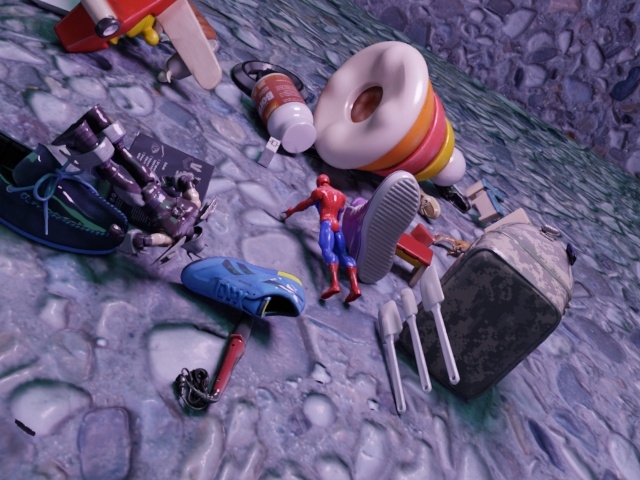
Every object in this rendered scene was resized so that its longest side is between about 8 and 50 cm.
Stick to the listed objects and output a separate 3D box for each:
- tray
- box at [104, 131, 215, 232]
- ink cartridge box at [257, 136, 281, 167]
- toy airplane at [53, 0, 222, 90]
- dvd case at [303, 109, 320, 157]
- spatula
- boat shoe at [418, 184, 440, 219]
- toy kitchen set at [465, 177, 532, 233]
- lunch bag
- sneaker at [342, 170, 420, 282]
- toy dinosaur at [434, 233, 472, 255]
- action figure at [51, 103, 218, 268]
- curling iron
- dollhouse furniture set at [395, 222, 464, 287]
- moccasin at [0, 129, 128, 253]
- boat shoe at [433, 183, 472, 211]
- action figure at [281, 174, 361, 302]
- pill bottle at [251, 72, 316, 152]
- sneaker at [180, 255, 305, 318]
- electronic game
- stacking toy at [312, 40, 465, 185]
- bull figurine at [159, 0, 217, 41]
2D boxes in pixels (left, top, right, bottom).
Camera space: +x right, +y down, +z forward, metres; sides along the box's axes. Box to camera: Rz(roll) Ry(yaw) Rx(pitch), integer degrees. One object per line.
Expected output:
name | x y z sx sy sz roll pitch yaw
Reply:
tray | -0.598 -0.585 1.613 0.270 0.030 0.145 13 37 -31
box | -0.288 -0.095 1.150 0.158 0.093 0.156 24 33 -14
ink cartridge box | -0.121 -0.214 1.520 0.028 0.048 0.083 29 30 -8
toy airplane | -0.396 -0.576 1.516 0.384 0.272 0.386 12 80 -14
dvd case | 0.027 -0.284 1.760 0.238 0.030 0.179 11 43 -34
spatula | 0.169 0.178 1.134 0.019 0.168 0.242 28 37 -32
boat shoe | 0.270 -0.109 1.738 0.048 0.056 0.153 0 41 -33
toy kitchen set | 0.543 -0.086 1.884 0.166 0.122 0.207 22 41 -53
lunch bag | 0.336 0.116 1.235 0.212 0.305 0.256 40 32 9
sneaker | 0.103 -0.061 1.295 0.102 0.282 0.161 -3 48 -22
toy dinosaur | 0.393 0.029 1.647 0.211 0.064 0.112 22 31 -19
action figure | -0.276 -0.076 0.993 0.285 0.099 0.185 50 39 -20
curling iron | -0.143 0.159 0.984 0.068 0.035 0.274 33 31 -1
dollhouse furniture set | 0.339 0.054 1.471 0.374 0.152 0.201 32 30 -2
moccasin | -0.451 -0.091 0.966 0.341 0.117 0.138 26 31 -17
boat shoe | 0.392 -0.139 1.899 0.142 0.049 0.040 41 32 8
action figure | 0.000 0.000 1.310 0.091 0.139 0.281 14 58 -35
pill bottle | -0.091 -0.324 1.632 0.121 0.121 0.216 8 39 -36
sneaker | -0.126 0.082 1.039 0.209 0.069 0.082 12 28 -7
electronic game | -0.143 -0.454 1.835 0.229 0.048 0.229 16 34 -11
stacking toy | 0.241 -0.264 1.707 0.479 0.350 0.351 30 26 -41
bull figurine | -0.425 -0.643 1.792 0.310 0.101 0.188 42 35 18
